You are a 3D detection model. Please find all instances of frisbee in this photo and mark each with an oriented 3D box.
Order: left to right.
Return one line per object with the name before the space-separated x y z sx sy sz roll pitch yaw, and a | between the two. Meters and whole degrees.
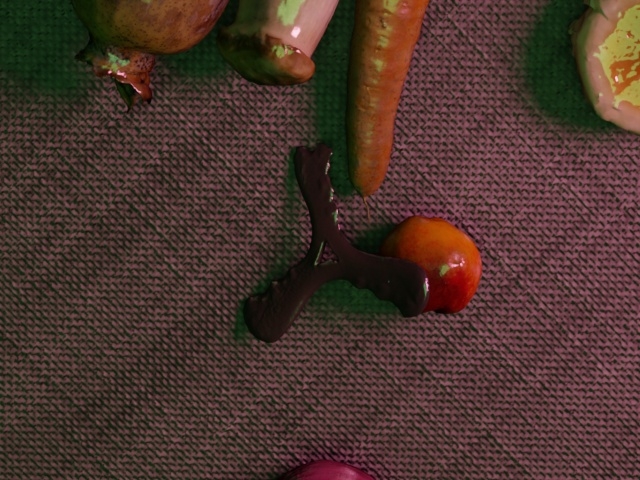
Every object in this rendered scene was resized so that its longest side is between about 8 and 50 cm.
frisbee | 0.000 0.000 1.797 0.211 0.012 0.187 -17 81 32

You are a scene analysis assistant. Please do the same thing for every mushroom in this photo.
mushroom | -0.003 -0.298 1.717 0.107 0.087 0.333 24 99 32

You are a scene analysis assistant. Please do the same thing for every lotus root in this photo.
lotus root | -0.154 -0.243 1.704 0.154 0.154 0.278 23 105 -5

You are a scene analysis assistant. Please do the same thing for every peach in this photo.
peach | 0.103 0.024 1.788 0.101 0.100 0.100 0 103 0

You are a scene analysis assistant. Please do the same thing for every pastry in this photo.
pastry | 0.310 -0.174 1.749 0.166 0.088 0.165 0 104 -1

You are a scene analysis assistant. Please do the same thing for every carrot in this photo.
carrot | 0.057 -0.157 1.767 0.078 0.078 0.298 8 107 -1

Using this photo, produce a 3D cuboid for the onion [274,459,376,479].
onion | -0.016 0.317 1.819 0.207 0.200 0.200 -20 102 -1
